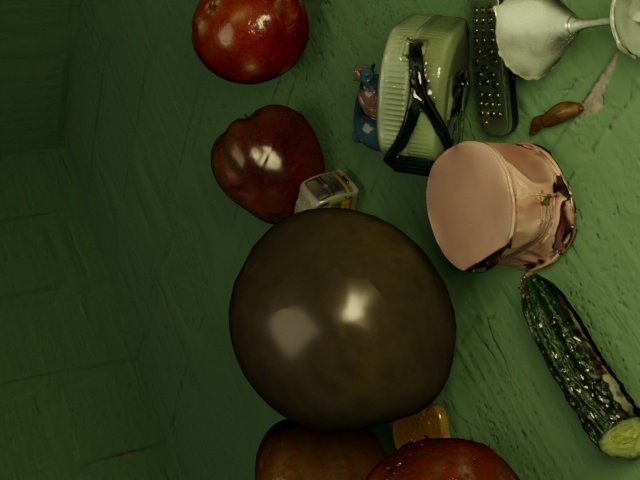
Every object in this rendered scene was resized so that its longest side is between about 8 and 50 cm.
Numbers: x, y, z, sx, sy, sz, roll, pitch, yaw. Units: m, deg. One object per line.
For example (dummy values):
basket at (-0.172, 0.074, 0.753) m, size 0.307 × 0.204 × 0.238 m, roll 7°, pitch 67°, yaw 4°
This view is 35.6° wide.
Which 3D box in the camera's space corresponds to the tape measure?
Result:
tape measure at (0.149, -0.181, 1.375) m, size 0.207 × 0.115 × 0.235 m, roll -53°, pitch -32°, yaw -61°

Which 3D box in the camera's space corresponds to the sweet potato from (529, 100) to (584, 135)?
sweet potato at (0.293, -0.156, 1.262) m, size 0.115 × 0.026 × 0.026 m, roll 159°, pitch 99°, yaw -66°

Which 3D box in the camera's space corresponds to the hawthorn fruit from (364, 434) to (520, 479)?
hawthorn fruit at (0.186, 0.440, 1.427) m, size 0.316 × 0.315 × 0.316 m, roll 35°, pitch 130°, yaw 56°

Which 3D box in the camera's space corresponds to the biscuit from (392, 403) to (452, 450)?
biscuit at (0.189, 0.334, 1.655) m, size 0.240 × 0.035 × 0.158 m, roll 37°, pitch 134°, yaw 56°

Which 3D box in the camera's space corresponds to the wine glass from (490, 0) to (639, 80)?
wine glass at (0.295, -0.243, 1.124) m, size 0.183 × 0.122 × 0.122 m, roll 12°, pitch 110°, yaw 61°

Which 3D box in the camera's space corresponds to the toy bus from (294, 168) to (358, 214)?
toy bus at (0.000, 0.000, 1.840) m, size 0.092 × 0.106 × 0.268 m, roll 52°, pitch 144°, yaw 41°

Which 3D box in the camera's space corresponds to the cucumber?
cucumber at (0.325, 0.155, 1.266) m, size 0.077 × 0.077 × 0.265 m, roll 109°, pitch 145°, yaw -46°

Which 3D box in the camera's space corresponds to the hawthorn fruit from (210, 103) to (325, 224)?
hawthorn fruit at (-0.078, -0.131, 1.878) m, size 0.248 × 0.208 × 0.208 m, roll 50°, pitch 150°, yaw 4°

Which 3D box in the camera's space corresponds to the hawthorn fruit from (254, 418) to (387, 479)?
hawthorn fruit at (-0.001, 0.434, 1.837) m, size 0.268 × 0.267 × 0.301 m, roll 123°, pitch 140°, yaw -56°

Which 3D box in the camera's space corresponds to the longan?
longan at (0.029, 0.134, 1.575) m, size 0.404 × 0.336 × 0.405 m, roll 37°, pitch 154°, yaw 21°

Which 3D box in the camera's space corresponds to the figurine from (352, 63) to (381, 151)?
figurine at (0.100, -0.224, 1.535) m, size 0.178 × 0.114 × 0.145 m, roll 78°, pitch -171°, yaw -62°

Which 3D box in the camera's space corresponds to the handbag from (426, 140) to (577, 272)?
handbag at (0.237, -0.044, 1.314) m, size 0.205 × 0.116 × 0.179 m, roll -41°, pitch 63°, yaw 61°

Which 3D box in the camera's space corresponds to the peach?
peach at (-0.121, -0.402, 1.839) m, size 0.243 × 0.199 × 0.244 m, roll -30°, pitch 45°, yaw 35°

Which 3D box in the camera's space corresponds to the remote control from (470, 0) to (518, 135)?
remote control at (0.233, -0.251, 1.330) m, size 0.072 × 0.042 × 0.222 m, roll 21°, pitch 120°, yaw 61°
